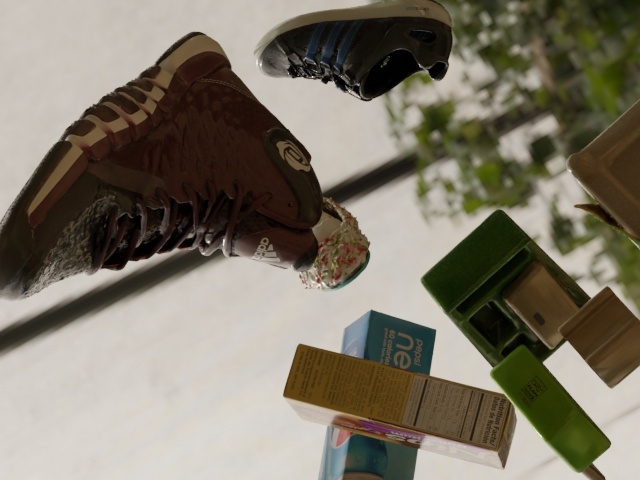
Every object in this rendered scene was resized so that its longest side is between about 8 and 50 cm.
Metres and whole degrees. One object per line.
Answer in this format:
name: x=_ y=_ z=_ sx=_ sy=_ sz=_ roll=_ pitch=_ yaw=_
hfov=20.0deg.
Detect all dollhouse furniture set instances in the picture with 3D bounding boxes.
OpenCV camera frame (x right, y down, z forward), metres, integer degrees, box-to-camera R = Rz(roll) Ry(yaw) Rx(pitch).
dollhouse furniture set: x=0.260 y=0.023 z=1.368 sx=0.197 sy=0.301 sz=0.151 roll=51 pitch=-175 yaw=39

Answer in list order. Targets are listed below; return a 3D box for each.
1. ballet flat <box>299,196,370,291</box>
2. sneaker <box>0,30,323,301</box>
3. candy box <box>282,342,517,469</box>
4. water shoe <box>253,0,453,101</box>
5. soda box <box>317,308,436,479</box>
ballet flat: x=0.000 y=0.000 z=1.938 sx=0.077 sy=0.091 sz=0.241 roll=49 pitch=-178 yaw=-8
sneaker: x=-0.082 y=-0.018 z=1.128 sx=0.162 sy=0.106 sz=0.281 roll=39 pitch=-139 yaw=0
candy box: x=0.070 y=0.142 z=1.537 sx=0.109 sy=0.187 sz=0.053 roll=64 pitch=-138 yaw=-73
water shoe: x=0.025 y=-0.170 z=1.684 sx=0.073 sy=0.203 sz=0.080 roll=35 pitch=-130 yaw=-53
soda box: x=0.048 y=0.176 z=1.668 sx=0.071 sy=0.067 sz=0.210 roll=19 pitch=-117 yaw=-17
